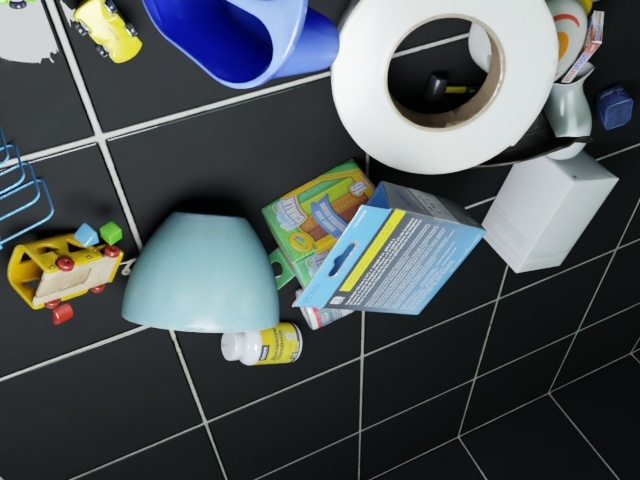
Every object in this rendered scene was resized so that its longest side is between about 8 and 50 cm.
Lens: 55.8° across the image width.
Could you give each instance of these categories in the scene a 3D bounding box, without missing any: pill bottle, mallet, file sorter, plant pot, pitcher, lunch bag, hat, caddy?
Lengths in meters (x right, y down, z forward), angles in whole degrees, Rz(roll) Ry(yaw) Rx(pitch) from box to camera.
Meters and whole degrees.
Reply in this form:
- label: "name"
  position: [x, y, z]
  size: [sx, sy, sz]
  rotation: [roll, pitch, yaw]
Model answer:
- label: "pill bottle"
  position: [-0.144, 0.253, 1.484]
  size: [0.184, 0.103, 0.103]
  rotation: [4, 128, -37]
- label: "mallet"
  position: [0.289, -0.305, 1.256]
  size: [0.190, 0.039, 0.062]
  rotation: [-3, 131, -37]
- label: "file sorter"
  position: [-0.491, -0.095, 0.892]
  size: [0.105, 0.118, 0.170]
  rotation: [-29, 140, -9]
- label: "pill bottle"
  position: [0.040, 0.135, 1.481]
  size: [0.180, 0.108, 0.108]
  rotation: [-24, 140, -12]
- label: "plant pot"
  position: [-0.214, 0.048, 1.131]
  size: [0.290, 0.290, 0.195]
  rotation: [3, 93, -36]
- label: "pitcher"
  position: [0.526, -0.287, 1.375]
  size: [0.178, 0.125, 0.207]
  rotation: [-13, 128, 2]
- label: "lunch bag"
  position: [0.719, -0.332, 1.485]
  size: [0.067, 0.065, 0.098]
  rotation: [-18, 142, 6]
- label: "hat"
  position: [0.389, -0.236, 1.267]
  size: [0.331, 0.331, 0.133]
  rotation: [-14, 98, -21]
- label: "caddy"
  position: [-0.110, -0.337, 0.742]
  size: [0.179, 0.341, 0.241]
  rotation: [-19, 141, -43]

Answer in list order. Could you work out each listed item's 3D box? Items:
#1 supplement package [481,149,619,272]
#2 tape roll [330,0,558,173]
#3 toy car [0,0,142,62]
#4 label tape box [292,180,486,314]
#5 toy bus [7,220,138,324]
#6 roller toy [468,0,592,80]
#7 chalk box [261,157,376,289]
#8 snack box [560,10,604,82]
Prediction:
- label: "supplement package"
  position: [0.575, -0.088, 1.551]
  size: [0.175, 0.177, 0.293]
  rotation: [-6, 134, -29]
- label: "tape roll"
  position: [0.211, -0.298, 1.057]
  size: [0.392, 0.072, 0.392]
  rotation: [-1, 124, -1]
- label: "toy car"
  position: [-0.355, -0.342, 0.779]
  size: [0.225, 0.053, 0.239]
  rotation: [-13, 136, -22]
- label: "label tape box"
  position: [0.114, 0.017, 1.132]
  size: [0.334, 0.106, 0.240]
  rotation: [10, 125, -39]
- label: "toy bus"
  position: [-0.441, 0.037, 1.066]
  size: [0.191, 0.104, 0.202]
  rotation: [-45, 164, -18]
- label: "roller toy"
  position: [0.399, -0.388, 1.153]
  size: [0.209, 0.146, 0.191]
  rotation: [-11, 136, -24]
- label: "chalk box"
  position: [0.000, 0.000, 1.261]
  size: [0.289, 0.180, 0.179]
  rotation: [-30, 140, -6]
- label: "snack box"
  position: [0.520, -0.381, 1.204]
  size: [0.022, 0.064, 0.178]
  rotation: [9, 171, 5]
